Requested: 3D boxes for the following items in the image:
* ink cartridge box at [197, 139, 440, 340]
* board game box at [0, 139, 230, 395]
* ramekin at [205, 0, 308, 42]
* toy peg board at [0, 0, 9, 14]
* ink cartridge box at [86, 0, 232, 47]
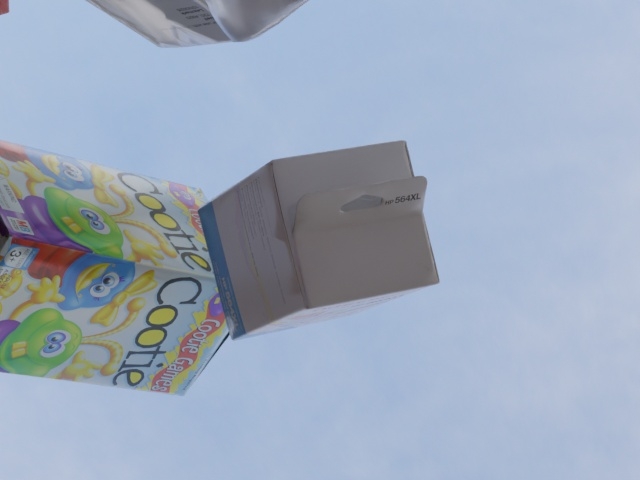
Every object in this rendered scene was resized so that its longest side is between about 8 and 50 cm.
[{"bbox_3d":[0.000,0.000,0.950,0.092,0.143,0.090,-11,-96,-24],"label":"ink cartridge box"},{"bbox_3d":[-0.211,0.024,1.356,0.142,0.275,0.144,-53,-130,22],"label":"board game box"},{"bbox_3d":[0.001,-0.245,0.791,0.135,0.277,0.277,41,-101,-13],"label":"ramekin"},{"bbox_3d":[-0.336,-0.251,1.479,0.161,0.160,0.079,12,-67,25],"label":"toy peg board"},{"bbox_3d":[-0.153,-0.297,1.219,0.117,0.278,0.201,-1,-111,39],"label":"ink cartridge box"}]
